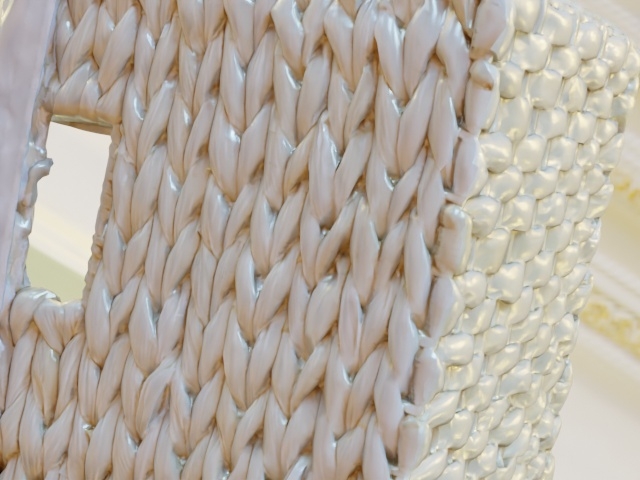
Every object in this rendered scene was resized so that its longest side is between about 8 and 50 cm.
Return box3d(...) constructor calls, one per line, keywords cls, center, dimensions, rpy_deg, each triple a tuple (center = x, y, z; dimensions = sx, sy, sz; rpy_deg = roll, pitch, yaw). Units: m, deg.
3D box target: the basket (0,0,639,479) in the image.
box3d(cls="basket", center=(0.000, 0.000, 0.813), dimensions=(0.266, 0.331, 0.328), rpy_deg=(13, -84, 22))
